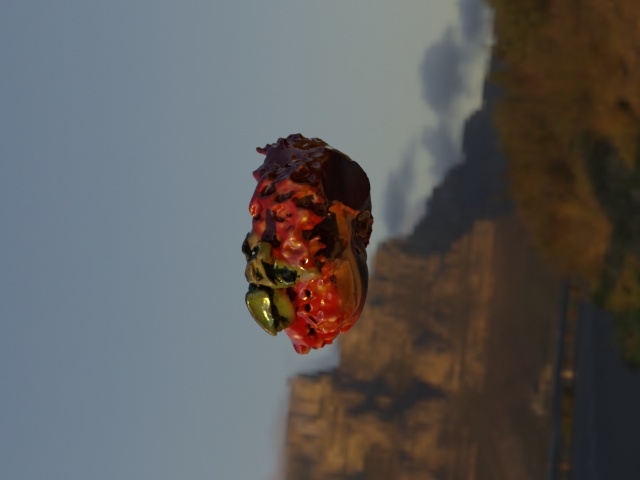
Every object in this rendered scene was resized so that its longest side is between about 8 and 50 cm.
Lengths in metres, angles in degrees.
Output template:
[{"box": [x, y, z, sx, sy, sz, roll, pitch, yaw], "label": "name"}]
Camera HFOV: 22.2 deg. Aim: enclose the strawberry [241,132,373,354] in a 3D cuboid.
[{"box": [0.003, -0.001, 0.770, 0.152, 0.048, 0.104, -24, -71, -68], "label": "strawberry"}]
